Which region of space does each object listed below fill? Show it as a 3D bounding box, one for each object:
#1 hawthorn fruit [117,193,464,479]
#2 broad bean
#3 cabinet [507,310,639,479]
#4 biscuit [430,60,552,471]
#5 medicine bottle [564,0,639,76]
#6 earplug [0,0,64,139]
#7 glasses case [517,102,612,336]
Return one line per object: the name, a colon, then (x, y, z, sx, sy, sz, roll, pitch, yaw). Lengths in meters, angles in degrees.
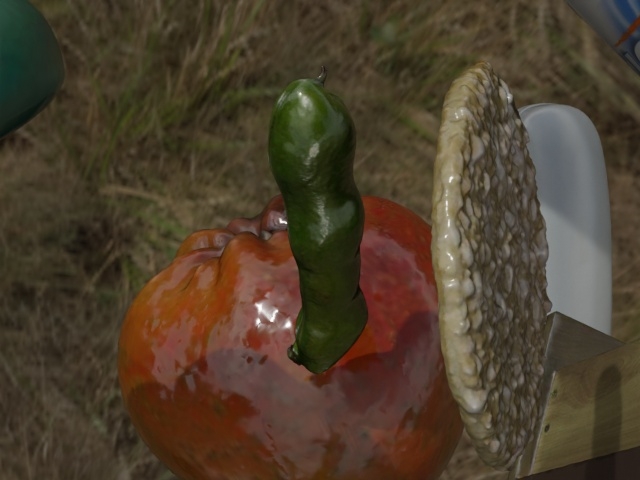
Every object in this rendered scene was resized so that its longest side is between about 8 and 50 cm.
hawthorn fruit: (-0.004, 0.118, 1.229, 0.277, 0.277, 0.298, -30, 101, -16)
broad bean: (0.001, 0.000, 0.951, 0.052, 0.256, 0.052, 23, 54, 19)
cabinet: (0.172, 0.131, 0.622, 0.148, 0.175, 0.215, 24, 65, -17)
biscuit: (0.051, 0.007, 0.461, 0.015, 0.120, 0.120, -4, 74, 18)
medicine bottle: (0.187, -0.139, 0.708, 0.289, 0.157, 0.157, 46, 72, 2)
earplug: (-0.218, -0.014, 0.722, 0.163, 0.280, 0.257, 1, 35, -40)
glasses case: (0.140, 0.016, 0.963, 0.076, 0.049, 0.197, -4, 93, -39)
